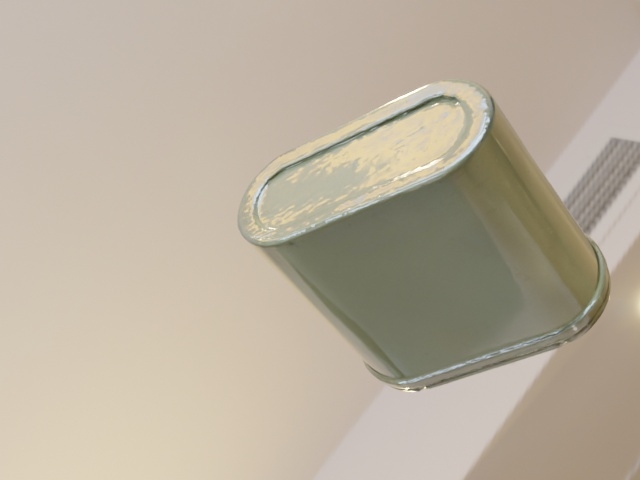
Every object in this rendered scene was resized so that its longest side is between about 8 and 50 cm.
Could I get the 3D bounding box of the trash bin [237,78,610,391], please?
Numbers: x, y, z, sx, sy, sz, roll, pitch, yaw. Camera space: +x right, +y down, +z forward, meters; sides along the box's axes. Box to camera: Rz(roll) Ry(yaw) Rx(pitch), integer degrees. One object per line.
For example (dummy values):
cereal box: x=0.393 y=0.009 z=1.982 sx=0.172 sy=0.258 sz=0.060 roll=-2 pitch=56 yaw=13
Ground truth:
trash bin: x=0.092 y=0.007 z=0.766 sx=0.247 sy=0.243 sz=0.121 roll=47 pitch=-149 yaw=-41
